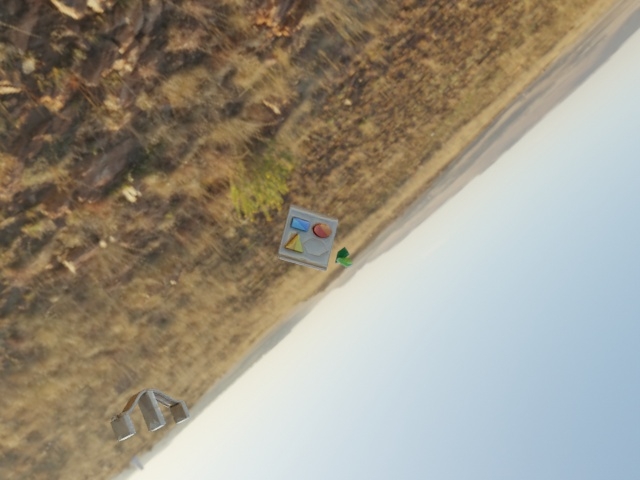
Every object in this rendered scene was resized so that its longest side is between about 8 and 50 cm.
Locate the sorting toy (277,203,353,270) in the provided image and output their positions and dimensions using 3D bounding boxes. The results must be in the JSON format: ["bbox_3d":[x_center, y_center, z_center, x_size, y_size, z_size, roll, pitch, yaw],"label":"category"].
[{"bbox_3d":[0.000,0.000,0.606,0.012,0.083,0.062,158,-53,-68],"label":"sorting toy"}]

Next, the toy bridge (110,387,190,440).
[{"bbox_3d":[-0.267,0.264,0.887,0.026,0.063,0.188,-30,164,8],"label":"toy bridge"}]
